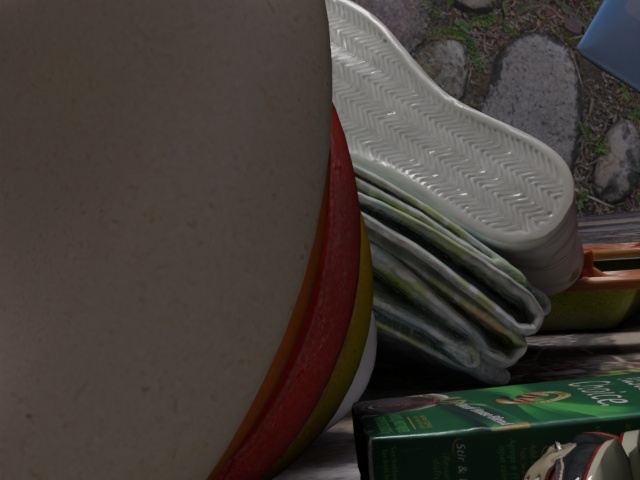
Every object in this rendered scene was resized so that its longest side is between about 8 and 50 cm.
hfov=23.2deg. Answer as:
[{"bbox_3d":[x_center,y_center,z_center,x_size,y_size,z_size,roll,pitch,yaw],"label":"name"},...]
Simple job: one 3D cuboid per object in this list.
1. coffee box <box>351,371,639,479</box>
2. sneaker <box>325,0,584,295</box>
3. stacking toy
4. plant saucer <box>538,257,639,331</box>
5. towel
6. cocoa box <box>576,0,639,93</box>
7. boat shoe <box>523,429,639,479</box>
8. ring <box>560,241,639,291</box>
[{"bbox_3d":[0.109,0.088,0.702,0.184,0.040,0.113,-5,3,-2],"label":"coffee box"},{"bbox_3d":[0.061,-0.060,1.110,0.292,0.108,0.169,39,-6,25],"label":"sneaker"},{"bbox_3d":[-0.083,0.021,0.678,0.351,0.350,0.480,-4,-16,23],"label":"stacking toy"},{"bbox_3d":[0.196,0.048,1.333,0.188,0.045,0.188,-4,2,22],"label":"plant saucer"},{"bbox_3d":[-0.048,-0.011,1.088,0.320,0.090,0.374,28,-9,-19],"label":"towel"},{"bbox_3d":[0.362,-0.108,0.838,0.347,0.231,0.228,37,21,21],"label":"cocoa box"},{"bbox_3d":[0.094,0.093,0.565,0.043,0.049,0.137,-8,0,15],"label":"boat shoe"},{"bbox_3d":[0.242,0.009,1.258,0.337,0.032,0.336,-4,4,0],"label":"ring"}]
